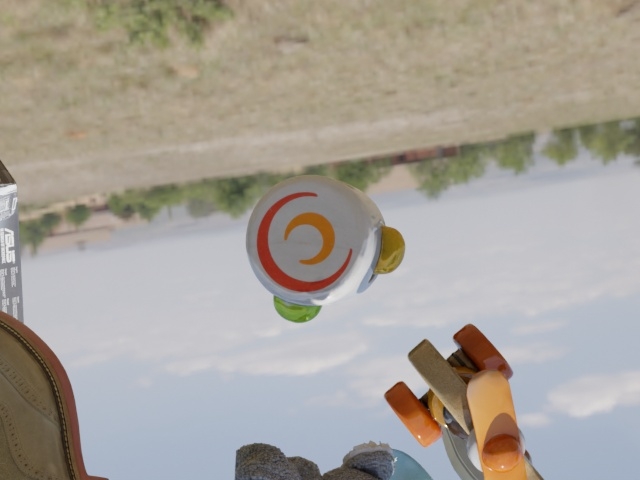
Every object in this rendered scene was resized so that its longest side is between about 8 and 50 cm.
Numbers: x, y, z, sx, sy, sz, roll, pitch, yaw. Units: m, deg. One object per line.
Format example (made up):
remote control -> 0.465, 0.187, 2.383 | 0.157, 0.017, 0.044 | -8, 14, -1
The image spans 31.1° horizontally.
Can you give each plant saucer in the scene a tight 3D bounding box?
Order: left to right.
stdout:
plant saucer -> 0.128, 0.391, 1.636 | 0.037, 0.195, 0.195 | -35, 171, 23

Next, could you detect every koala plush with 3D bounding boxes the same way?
koala plush -> -0.002, 0.349, 1.483 | 0.221, 0.196, 0.203 | 2, 147, -3

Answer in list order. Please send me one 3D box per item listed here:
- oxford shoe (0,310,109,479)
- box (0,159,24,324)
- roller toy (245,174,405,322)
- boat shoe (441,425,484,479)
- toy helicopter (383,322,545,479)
oxford shoe -> -0.280, 0.187, 1.003 | 0.130, 0.123, 0.348 | -4, -141, -36
box -> -0.535, 0.004, 1.791 | 0.076, 0.307, 0.242 | -11, -149, -28
roller toy -> 0.000, 0.000, 1.694 | 0.209, 0.191, 0.146 | -33, 170, 12
boat shoe -> 0.231, 0.287, 1.698 | 0.079, 0.081, 0.227 | 17, -148, -34
toy helicopter -> 0.221, 0.252, 1.276 | 0.140, 0.355, 0.235 | -39, 172, -2
